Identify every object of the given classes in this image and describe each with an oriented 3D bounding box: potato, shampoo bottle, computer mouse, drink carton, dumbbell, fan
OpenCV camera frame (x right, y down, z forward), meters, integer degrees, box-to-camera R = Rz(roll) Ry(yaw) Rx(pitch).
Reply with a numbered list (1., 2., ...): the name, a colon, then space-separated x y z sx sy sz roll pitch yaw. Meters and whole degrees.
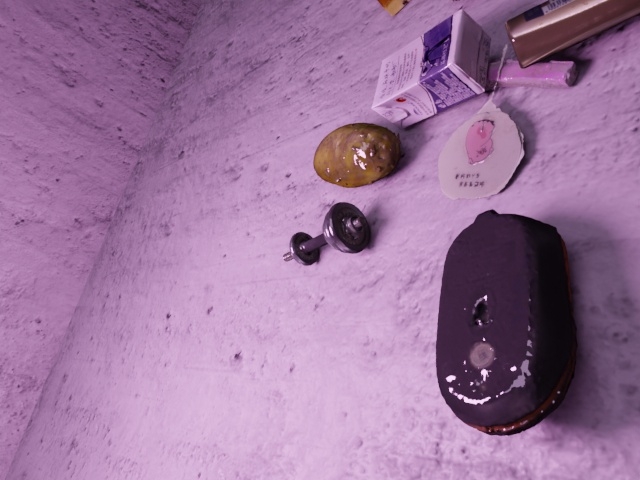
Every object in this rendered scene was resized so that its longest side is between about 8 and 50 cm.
1. potato: 0.076 -0.188 1.080 0.251 0.113 0.149 1 73 58
2. shampoo bottle: 0.476 -0.389 0.762 0.350 0.084 0.125 -21 26 27
3. computer mouse: 0.252 0.105 0.676 0.183 0.116 0.323 -19 45 42
4. drink carton: 0.217 -0.335 0.989 0.222 0.102 0.134 -14 58 51
5. dumbbell: 0.000 0.000 1.047 0.255 0.110 0.110 -25 49 44
6. fan: 0.301 -0.220 0.893 0.182 0.010 0.310 6 78 53

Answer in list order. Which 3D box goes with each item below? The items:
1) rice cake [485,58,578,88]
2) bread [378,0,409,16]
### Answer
1. rice cake: 0.363 -0.300 0.891 0.047 0.036 0.207 -52 37 -7
2. bread: 0.185 -0.699 1.351 0.088 0.049 0.226 -39 41 24
